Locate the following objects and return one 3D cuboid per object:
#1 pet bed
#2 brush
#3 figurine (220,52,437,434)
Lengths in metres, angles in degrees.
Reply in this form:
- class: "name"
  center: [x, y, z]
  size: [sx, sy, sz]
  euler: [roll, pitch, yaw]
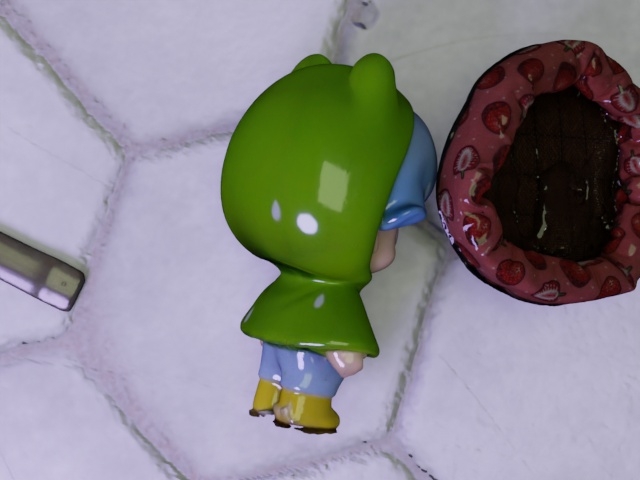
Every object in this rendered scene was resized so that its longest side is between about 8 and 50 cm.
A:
- class: "pet bed"
  center: [0.171, -0.046, 1.023]
  size: [0.201, 0.053, 0.201]
  euler: [0, 90, -34]
- class: "brush"
  center: [-0.264, -0.003, 1.063]
  size: [0.190, 0.027, 0.034]
  euler: [28, 88, 0]
- class: "figurine"
  center: [0.000, 0.000, 1.008]
  size: [0.143, 0.162, 0.263]
  euler: [9, 92, -25]
